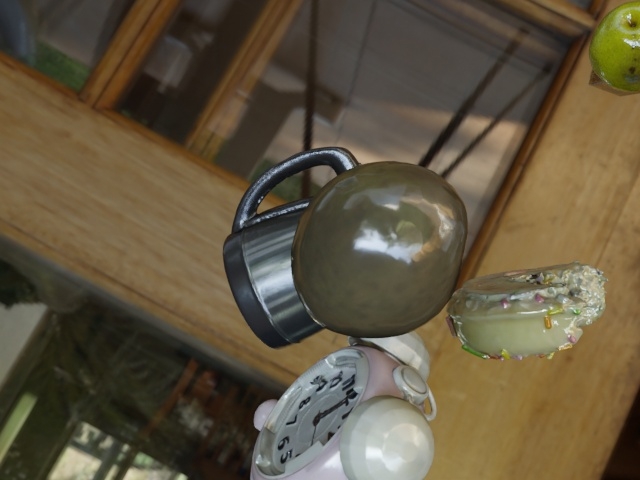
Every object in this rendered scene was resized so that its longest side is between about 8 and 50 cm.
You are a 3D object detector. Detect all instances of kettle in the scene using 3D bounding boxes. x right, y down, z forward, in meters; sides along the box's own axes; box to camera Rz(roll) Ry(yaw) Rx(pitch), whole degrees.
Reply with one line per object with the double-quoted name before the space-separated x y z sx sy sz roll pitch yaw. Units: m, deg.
"kettle" 0.008 0.012 1.559 0.271 0.250 0.207 -23 151 16

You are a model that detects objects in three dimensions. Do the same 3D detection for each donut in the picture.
"donut" 0.412 0.144 2.016 0.307 0.150 0.371 -7 -175 25

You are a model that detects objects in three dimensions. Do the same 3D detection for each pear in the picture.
"pear" 0.474 -0.281 1.489 0.141 0.104 0.141 7 146 5

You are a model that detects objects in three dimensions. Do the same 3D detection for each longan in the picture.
"longan" 0.079 0.011 1.234 0.215 0.246 0.246 57 165 3

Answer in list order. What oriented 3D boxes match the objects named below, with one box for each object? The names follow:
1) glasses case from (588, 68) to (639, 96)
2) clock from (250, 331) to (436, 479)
"glasses case" 0.571 -0.301 1.784 0.075 0.049 0.218 16 179 -14
"clock" 0.037 0.303 1.552 0.184 0.326 0.342 36 -154 -21
